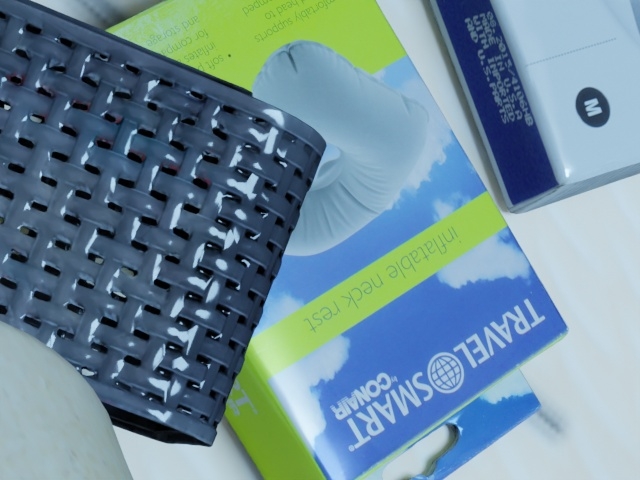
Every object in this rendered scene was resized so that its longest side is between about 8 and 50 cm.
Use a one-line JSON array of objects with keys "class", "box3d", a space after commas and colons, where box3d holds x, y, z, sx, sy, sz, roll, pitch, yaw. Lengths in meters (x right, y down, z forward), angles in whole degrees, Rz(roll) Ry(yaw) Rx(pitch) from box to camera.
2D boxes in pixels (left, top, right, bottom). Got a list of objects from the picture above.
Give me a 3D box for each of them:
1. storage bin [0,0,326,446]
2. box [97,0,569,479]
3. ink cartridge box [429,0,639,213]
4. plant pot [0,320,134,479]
[{"class": "storage bin", "box3d": [-0.102, -0.017, 0.511, 0.180, 0.122, 0.084, 21, 81, -9]}, {"class": "box", "box3d": [0.000, 0.000, 0.628, 0.109, 0.042, 0.178, -32, 92, -29]}, {"class": "ink cartridge box", "box3d": [0.127, -0.144, 0.727, 0.224, 0.045, 0.223, -19, 86, -30]}, {"class": "plant pot", "box3d": [-0.109, 0.189, 0.370, 0.334, 0.334, 0.305, -2, 56, -28]}]
